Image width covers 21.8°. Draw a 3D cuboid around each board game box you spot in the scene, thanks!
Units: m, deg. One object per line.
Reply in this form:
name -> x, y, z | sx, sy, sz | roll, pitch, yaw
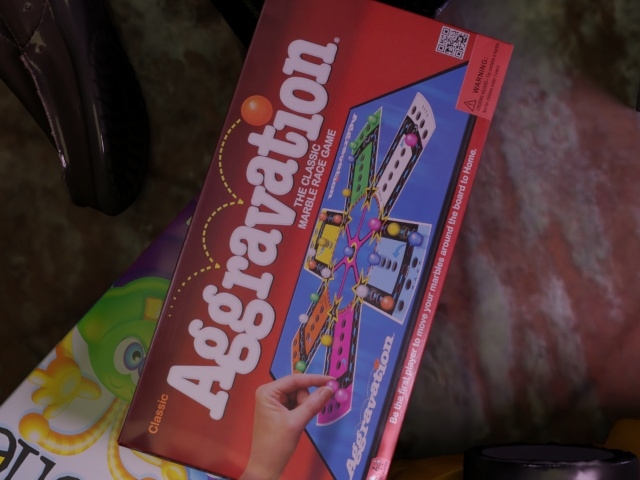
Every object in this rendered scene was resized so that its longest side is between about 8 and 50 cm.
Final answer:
board game box -> 0.000, 0.000, 0.920 | 0.145, 0.027, 0.281 | 17, 78, -1
board game box -> -0.100, 0.113, 1.008 | 0.144, 0.142, 0.275 | 43, 94, 4

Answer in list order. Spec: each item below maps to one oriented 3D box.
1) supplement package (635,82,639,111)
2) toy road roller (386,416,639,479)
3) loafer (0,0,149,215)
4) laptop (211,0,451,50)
supplement package -> 0.322, -0.121, 0.967 | 0.244, 0.139, 0.134 | 11, 92, 4
toy road roller -> 0.159, 0.202, 0.982 | 0.329, 0.240, 0.202 | 0, 90, -32
loafer -> -0.170, -0.117, 1.053 | 0.078, 0.080, 0.220 | -17, 84, 15
laptop -> 0.046, -0.237, 1.032 | 0.264, 0.136, 0.234 | -45, 71, 29
